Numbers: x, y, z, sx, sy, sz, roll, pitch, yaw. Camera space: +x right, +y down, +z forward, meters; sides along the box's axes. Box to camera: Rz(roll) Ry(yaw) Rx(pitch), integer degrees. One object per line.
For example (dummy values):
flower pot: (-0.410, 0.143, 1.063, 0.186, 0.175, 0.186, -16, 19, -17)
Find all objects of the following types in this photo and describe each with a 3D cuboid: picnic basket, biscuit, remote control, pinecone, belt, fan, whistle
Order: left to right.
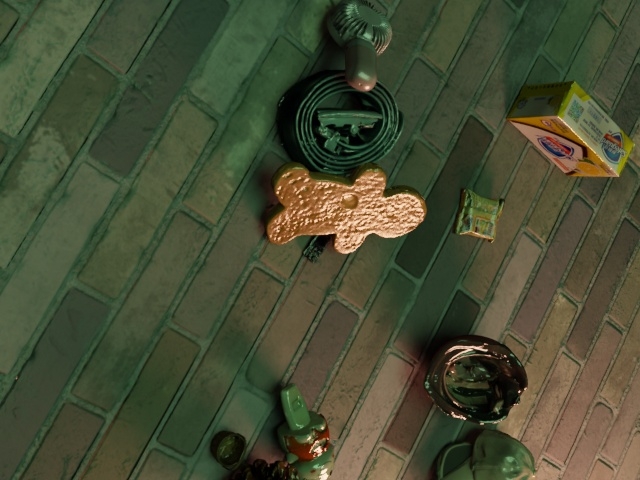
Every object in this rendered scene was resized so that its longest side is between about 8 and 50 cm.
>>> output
picnic basket: (-0.171, 0.412, 1.718, 0.072, 0.083, 0.072, -3, 96, -32)
pinecone: (-0.098, 0.504, 1.729, 0.173, 0.173, 0.173, -4, 98, -32)
whistle: (-0.029, 0.408, 1.802, 0.102, 0.106, 0.253, -53, 129, -64)
remote control: (0.000, 0.000, 1.820, 0.039, 0.014, 0.096, 42, 75, -27)
belt: (0.049, -0.238, 1.761, 0.267, 0.116, 0.206, -16, 108, -26)
biscuit: (0.052, -0.068, 1.759, 0.339, 0.047, 0.216, -1, 131, -20)
fan: (0.076, -0.380, 1.720, 0.130, 0.074, 0.244, 24, 44, -21)

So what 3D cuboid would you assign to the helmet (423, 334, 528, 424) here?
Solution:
helmet: (0.342, 0.300, 1.995, 0.253, 0.154, 0.198, 29, 100, -13)

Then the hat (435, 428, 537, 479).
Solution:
hat: (0.388, 0.574, 2.053, 0.275, 0.161, 0.232, -32, 108, -22)

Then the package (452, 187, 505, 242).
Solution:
package: (0.366, -0.057, 2.036, 0.120, 0.031, 0.108, 13, 88, -27)

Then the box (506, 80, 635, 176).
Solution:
box: (0.591, -0.258, 2.077, 0.265, 0.168, 0.097, 36, 75, -32)
